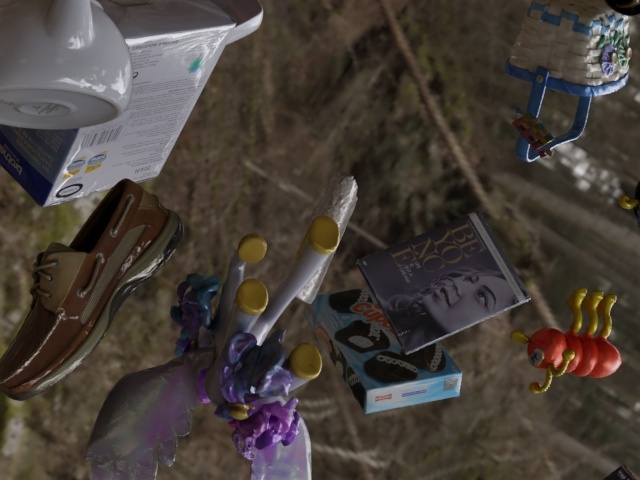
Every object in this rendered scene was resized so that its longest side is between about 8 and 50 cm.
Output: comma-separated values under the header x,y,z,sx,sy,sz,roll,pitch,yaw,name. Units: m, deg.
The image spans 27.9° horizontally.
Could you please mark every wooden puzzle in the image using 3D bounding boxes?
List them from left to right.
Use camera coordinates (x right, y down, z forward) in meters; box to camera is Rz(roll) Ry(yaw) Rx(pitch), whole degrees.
x,y,z,sx,sy,sz,roll,pitch,yaw,name
0.287,-0.147,1.732,0.049,0.083,0.006,-29,167,-46,wooden puzzle

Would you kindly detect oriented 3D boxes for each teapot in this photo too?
x,y,z,sx,sy,sz,roll,pitch,yaw,name
-0.372,-0.264,1.740,0.252,0.256,0.187,28,58,-69,teapot

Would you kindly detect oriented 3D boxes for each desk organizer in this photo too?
x,y,z,sx,sy,sz,roll,pitch,yaw,name
0.573,0.462,2.312,0.047,0.130,0.050,-45,165,25,desk organizer

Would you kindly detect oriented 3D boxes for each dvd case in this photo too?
x,y,z,sx,sy,sz,roll,pitch,yaw,name
0.189,0.061,1.966,0.221,0.164,0.018,-22,160,-19,dvd case

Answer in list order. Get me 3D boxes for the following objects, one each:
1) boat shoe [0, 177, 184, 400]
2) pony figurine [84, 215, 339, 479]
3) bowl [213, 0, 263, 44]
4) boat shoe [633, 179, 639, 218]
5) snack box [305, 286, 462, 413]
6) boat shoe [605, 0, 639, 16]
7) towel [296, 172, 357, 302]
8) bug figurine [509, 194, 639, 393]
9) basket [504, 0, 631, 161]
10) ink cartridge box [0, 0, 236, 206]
x,y,z,sx,sy,sz,roll,pitch,yaw,name
-0.314,0.054,1.635,0.123,0.120,0.324,-2,-136,52,boat shoe
-0.108,0.173,1.645,0.363,0.303,0.350,130,-26,-52,pony figurine
-0.176,-0.372,2.149,0.142,0.142,0.053,-27,140,-16,bowl
0.446,-0.050,1.638,0.307,0.105,0.110,90,-24,-43,boat shoe
0.112,0.194,2.407,0.322,0.187,0.060,-126,-147,-54,snack box
0.281,-0.233,1.147,0.066,0.183,0.066,111,-17,-61,boat shoe
0.000,0.000,1.858,0.282,0.049,0.187,82,31,-86,towel
0.292,0.044,1.046,0.279,0.216,0.072,117,-26,-48,bug figurine
0.449,-0.300,2.360,0.255,0.201,0.288,-29,138,-51,basket
-0.340,-0.216,2.026,0.270,0.151,0.395,-20,147,-51,ink cartridge box
